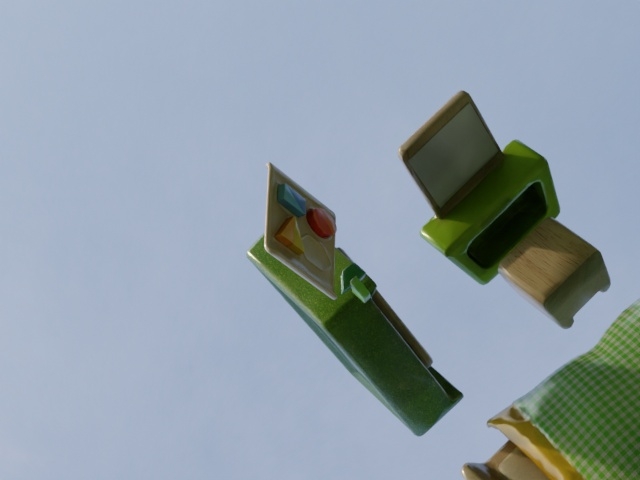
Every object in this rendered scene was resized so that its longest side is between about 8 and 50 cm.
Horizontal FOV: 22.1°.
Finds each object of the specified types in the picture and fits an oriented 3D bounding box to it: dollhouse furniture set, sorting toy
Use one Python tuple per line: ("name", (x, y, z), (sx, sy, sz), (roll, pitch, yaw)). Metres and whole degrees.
("dollhouse furniture set", (0.134, 0.051, 0.977), (0.197, 0.151, 0.301), (-43, -135, -6))
("sorting toy", (0.000, 0.000, 0.863), (0.012, 0.083, 0.062), (-26, -133, 28))
